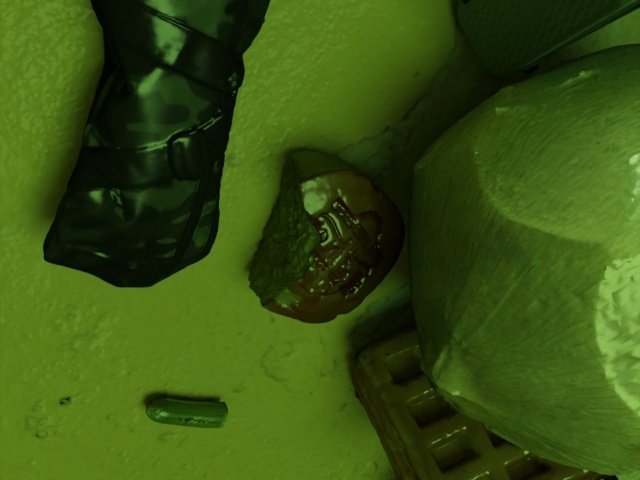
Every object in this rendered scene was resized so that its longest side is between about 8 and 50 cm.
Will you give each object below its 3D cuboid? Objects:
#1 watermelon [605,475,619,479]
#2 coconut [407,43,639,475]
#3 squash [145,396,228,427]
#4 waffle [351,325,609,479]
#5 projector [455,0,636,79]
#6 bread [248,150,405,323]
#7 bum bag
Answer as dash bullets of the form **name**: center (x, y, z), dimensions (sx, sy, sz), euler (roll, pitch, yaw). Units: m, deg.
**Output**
- **watermelon**: center (0.236, 0.345, 0.996), dimensions (0.269, 0.269, 0.269), euler (-14, 125, -21)
- **coconut**: center (0.232, 0.016, 0.724), dimensions (0.360, 0.346, 0.346), euler (-23, 128, -16)
- **squash**: center (-0.132, 0.168, 0.821), dimensions (0.083, 0.027, 0.027), euler (13, 112, -33)
- **waffle**: center (0.217, 0.161, 0.888), dimensions (0.328, 0.224, 0.098), euler (-20, 160, -16)
- **projector**: center (0.235, -0.225, 0.631), dimensions (0.198, 0.250, 0.108), euler (-29, 91, -11)
- **bread**: center (0.009, -0.002, 0.753), dimensions (0.125, 0.086, 0.156), euler (1, 120, -31)
- **bum bag**: center (-0.114, -0.109, 0.615), dimensions (0.144, 0.095, 0.340), euler (-7, 125, -43)
